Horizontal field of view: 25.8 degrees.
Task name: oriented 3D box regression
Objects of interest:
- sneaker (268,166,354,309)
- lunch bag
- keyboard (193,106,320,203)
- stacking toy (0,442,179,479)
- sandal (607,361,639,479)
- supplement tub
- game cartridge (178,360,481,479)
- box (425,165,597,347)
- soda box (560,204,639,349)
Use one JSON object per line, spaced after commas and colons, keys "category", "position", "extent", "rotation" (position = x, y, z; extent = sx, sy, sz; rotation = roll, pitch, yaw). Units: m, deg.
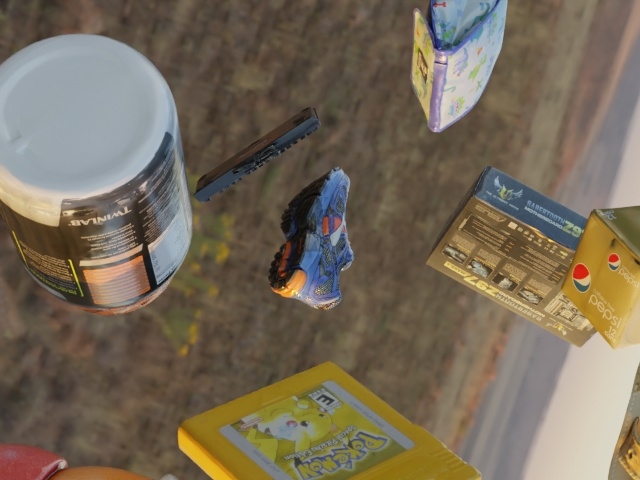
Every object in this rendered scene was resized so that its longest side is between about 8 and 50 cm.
{"category": "sneaker", "position": [0.000, 0.000, 1.709], "extent": [0.083, 0.087, 0.221], "rotation": [-29, -149, 40]}
{"category": "lunch bag", "position": [0.150, -0.215, 1.569], "extent": [0.129, 0.096, 0.151], "rotation": [89, 17, -51]}
{"category": "keyboard", "position": [-0.078, -0.104, 1.738], "extent": [0.180, 0.023, 0.108], "rotation": [-34, -166, 7]}
{"category": "stacking toy", "position": [-0.422, 0.320, 1.572], "extent": [0.350, 0.480, 0.350], "rotation": [-60, 177, -4]}
{"category": "sandal", "position": [0.359, 0.219, 1.514], "extent": [0.079, 0.088, 0.240], "rotation": [57, 42, -64]}
{"category": "supplement tub", "position": [-0.247, -0.055, 1.525], "extent": [0.338, 0.207, 0.207], "rotation": [94, 18, -65]}
{"category": "game cartridge", "position": [0.010, 0.298, 1.915], "extent": [0.285, 0.324, 0.052], "rotation": [-19, 126, -35]}
{"category": "box", "position": [0.265, 0.024, 1.723], "extent": [0.059, 0.233, 0.183], "rotation": [-60, 179, -32]}
{"category": "soda box", "position": [0.237, 0.014, 0.824], "extent": [0.058, 0.181, 0.061], "rotation": [54, -40, 44]}
